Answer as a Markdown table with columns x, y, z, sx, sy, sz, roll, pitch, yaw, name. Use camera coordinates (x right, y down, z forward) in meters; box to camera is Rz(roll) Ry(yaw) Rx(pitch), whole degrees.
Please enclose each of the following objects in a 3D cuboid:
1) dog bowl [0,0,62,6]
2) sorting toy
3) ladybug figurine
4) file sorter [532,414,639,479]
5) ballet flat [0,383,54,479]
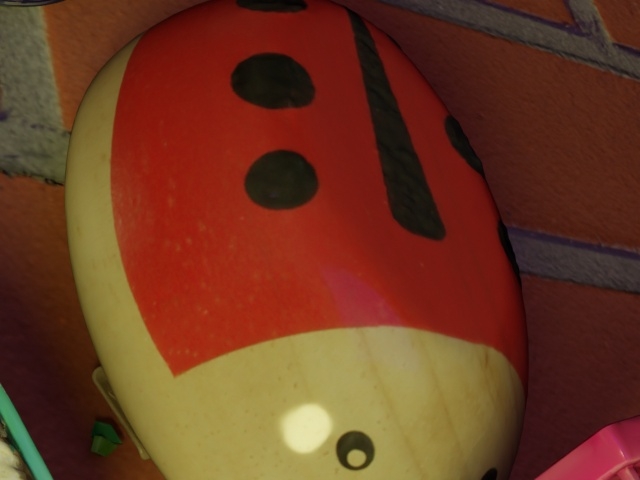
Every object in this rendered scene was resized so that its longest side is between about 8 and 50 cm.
| x | y | z | sx | sy | sz | roll | pitch | yaw | name |
| --- | --- | --- | --- | --- | --- | --- | --- | --- | --- |
| -0.243 | -0.293 | 1.144 | 0.265 | 0.104 | 0.265 | 24 | 40 | -22 | dog bowl |
| -0.109 | 0.099 | 0.943 | 0.083 | 0.012 | 0.062 | -12 | 63 | -49 | sorting toy |
| 0.000 | 0.000 | 1.003 | 0.305 | 0.162 | 0.449 | 14 | 43 | -36 | ladybug figurine |
| 0.154 | 0.223 | 0.822 | 0.202 | 0.291 | 0.182 | -8 | 61 | -45 | file sorter |
| -0.253 | 0.045 | 0.805 | 0.147 | 0.147 | 0.409 | -8 | 55 | -45 | ballet flat |
